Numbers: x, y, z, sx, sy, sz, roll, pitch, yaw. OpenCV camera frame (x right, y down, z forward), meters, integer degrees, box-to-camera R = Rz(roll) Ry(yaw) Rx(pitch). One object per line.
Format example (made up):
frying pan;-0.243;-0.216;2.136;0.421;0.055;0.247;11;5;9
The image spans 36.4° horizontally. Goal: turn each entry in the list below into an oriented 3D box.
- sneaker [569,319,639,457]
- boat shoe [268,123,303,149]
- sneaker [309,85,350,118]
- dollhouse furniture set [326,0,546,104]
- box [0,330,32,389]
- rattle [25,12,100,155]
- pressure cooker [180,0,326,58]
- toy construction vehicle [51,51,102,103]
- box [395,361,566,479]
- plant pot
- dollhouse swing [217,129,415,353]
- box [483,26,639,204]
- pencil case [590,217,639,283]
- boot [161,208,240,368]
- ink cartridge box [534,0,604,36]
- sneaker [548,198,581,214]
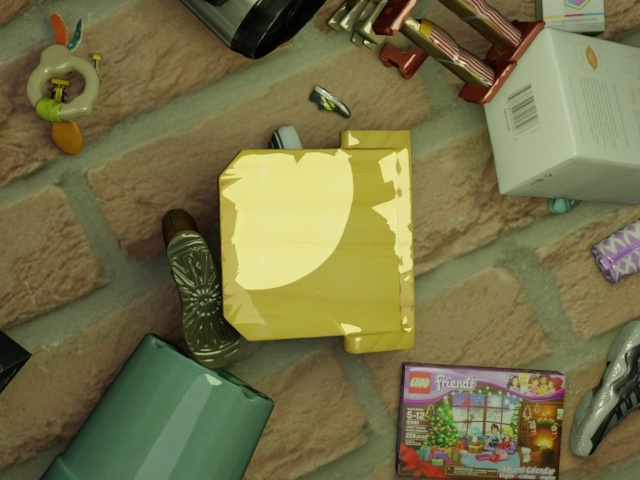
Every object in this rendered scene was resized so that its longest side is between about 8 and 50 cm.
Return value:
sneaker;0.563;0.290;1.743;0.153;0.101;0.269;28;89;0
boat shoe;-0.066;-0.032;1.706;0.119;0.121;0.335;-8;94;-4
sneaker;0.017;-0.243;1.749;0.083;0.031;0.035;39;105;2
dollhouse furniture set;0.173;-0.354;1.590;0.201;0.374;0.152;33;94;-19
box;-0.623;0.215;1.630;0.165;0.270;0.143;39;91;-3
rattle;-0.436;-0.276;1.706;0.130;0.143;0.200;-19;63;11
pressure cooker;-0.143;-0.548;1.569;0.420;0.375;0.370;45;76;-3
toy construction vehicle;-0.433;-0.287;1.734;0.085;0.035;0.098;6;100;0
box;0.287;0.330;1.762;0.293;0.057;0.201;3;92;-1
plant pot;-0.262;0.358;1.634;0.341;0.341;0.334;30;83;-2
dollhouse swing;0.000;0.000;1.619;0.304;0.315;0.347;-2;93;2
box;0.450;-0.191;1.586;0.345;0.168;0.215;3;71;-33
pencil case;0.586;-0.001;1.740;0.206;0.088;0.086;-31;91;1
boot;-0.204;0.070;1.638;0.089;0.269;0.236;-13;100;-10
ink cartridge box;0.438;-0.467;1.729;0.108;0.062;0.209;-3;92;0
sneaker;0.368;-0.162;1.720;0.283;0.110;0.122;44;94;-2
